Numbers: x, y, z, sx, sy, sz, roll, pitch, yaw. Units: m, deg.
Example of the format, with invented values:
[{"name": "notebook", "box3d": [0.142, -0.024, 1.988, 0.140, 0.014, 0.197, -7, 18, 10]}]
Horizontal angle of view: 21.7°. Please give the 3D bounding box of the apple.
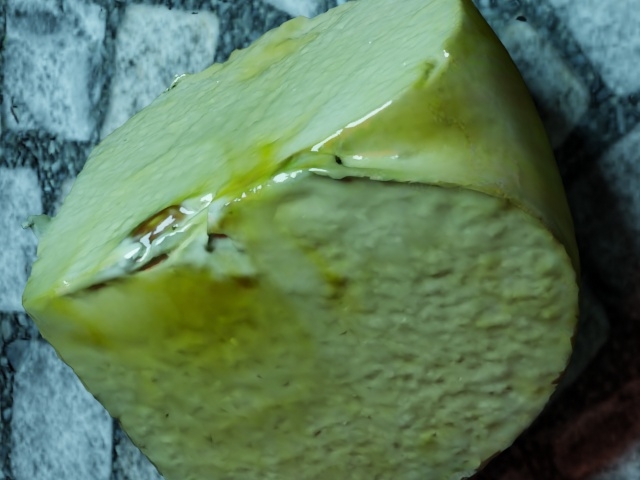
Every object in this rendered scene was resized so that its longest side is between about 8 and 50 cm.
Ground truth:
[{"name": "apple", "box3d": [0.000, 0.000, 0.976, 0.309, 0.252, 0.314, -23, 73, 22]}]
